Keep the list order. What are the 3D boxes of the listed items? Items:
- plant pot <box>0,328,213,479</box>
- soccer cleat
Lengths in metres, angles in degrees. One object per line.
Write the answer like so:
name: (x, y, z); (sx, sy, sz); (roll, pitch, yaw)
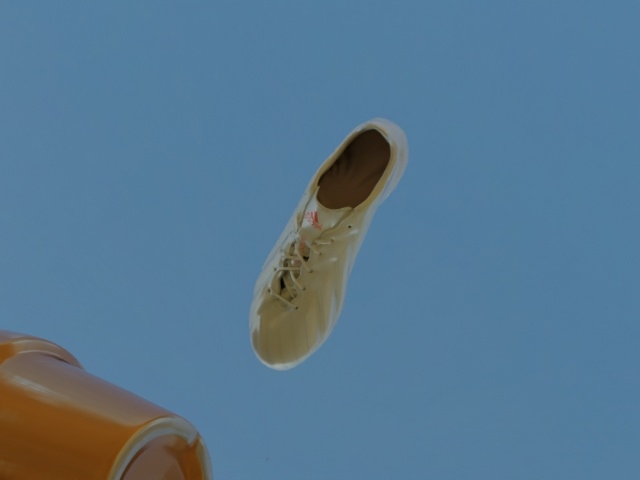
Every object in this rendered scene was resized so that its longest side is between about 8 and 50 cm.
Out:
plant pot: (-0.187, 0.174, 1.041); (0.188, 0.205, 0.205); (6, -100, 31)
soccer cleat: (0.000, 0.000, 1.034); (0.068, 0.076, 0.196); (28, -89, 13)
